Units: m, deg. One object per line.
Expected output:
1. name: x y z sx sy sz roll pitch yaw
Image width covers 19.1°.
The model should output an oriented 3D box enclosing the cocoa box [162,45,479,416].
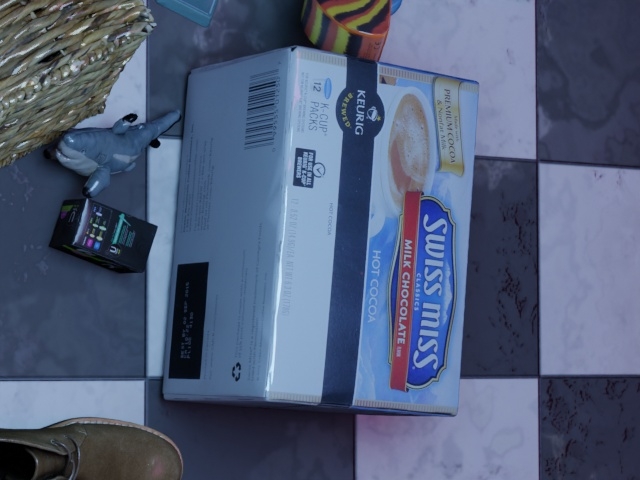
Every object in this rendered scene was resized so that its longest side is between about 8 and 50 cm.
1. cocoa box: 0.000 0.000 1.927 0.228 0.231 0.347 8 83 -31

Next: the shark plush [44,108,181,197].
1. shark plush: -0.197 -0.097 1.902 0.161 0.067 0.073 -12 51 -35

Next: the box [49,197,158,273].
1. box: -0.216 -0.004 1.899 0.083 0.062 0.052 22 77 -27

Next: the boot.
1. boot: -0.257 0.225 1.832 0.305 0.115 0.112 5 83 -31

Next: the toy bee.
1. toy bee: 0.020 -0.301 2.021 0.162 0.298 0.195 18 116 2

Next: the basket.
1. basket: -0.343 -0.182 1.782 0.299 0.223 0.213 -33 86 -26

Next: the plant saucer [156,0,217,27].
1. plant saucer: -0.113 -0.324 2.007 0.067 0.018 0.192 25 76 -27
